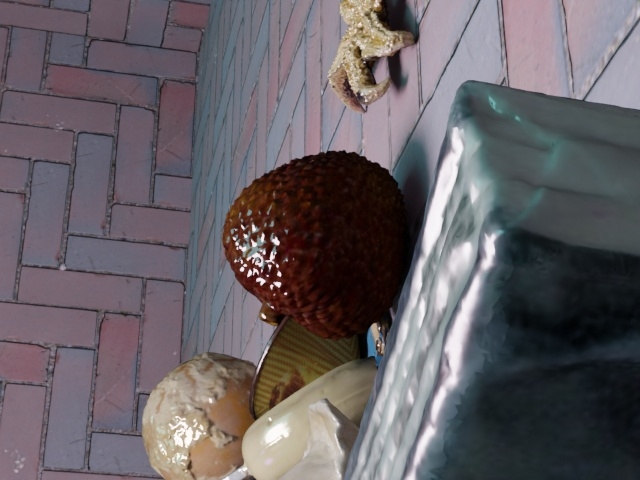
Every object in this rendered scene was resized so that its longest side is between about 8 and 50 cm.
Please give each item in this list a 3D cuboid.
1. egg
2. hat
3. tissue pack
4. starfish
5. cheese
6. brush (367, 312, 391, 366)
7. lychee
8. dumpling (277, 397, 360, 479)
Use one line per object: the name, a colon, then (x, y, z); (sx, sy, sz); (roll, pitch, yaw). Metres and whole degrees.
egg: (-0.146, 0.258, 1.802); (0.245, 0.203, 0.203); (-64, -17, -76)
hat: (0.011, 0.133, 1.393); (0.193, 0.082, 0.193); (-46, -27, -31)
tissue pack: (0.119, 0.109, 0.443); (0.103, 0.228, 0.315); (-90, 11, -52)
starfish: (0.049, -0.222, 1.424); (0.238, 0.071, 0.216); (-89, 16, -56)
cheese: (-0.039, 0.205, 1.266); (0.070, 0.249, 0.163); (60, 176, 15)
brush: (0.049, 0.144, 1.345); (0.051, 0.014, 0.164); (-100, 18, -58)
lychee: (-0.001, 0.005, 1.254); (0.194, 0.194, 0.194); (-174, 90, -79)
dumpling: (-0.010, 0.276, 1.101); (0.243, 0.175, 0.227); (-57, 18, -15)
